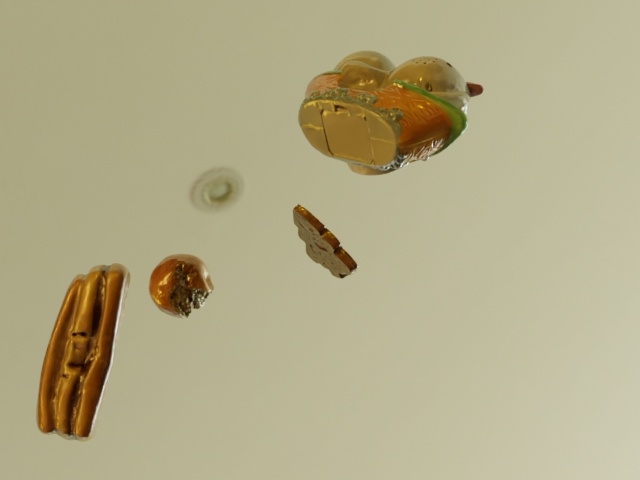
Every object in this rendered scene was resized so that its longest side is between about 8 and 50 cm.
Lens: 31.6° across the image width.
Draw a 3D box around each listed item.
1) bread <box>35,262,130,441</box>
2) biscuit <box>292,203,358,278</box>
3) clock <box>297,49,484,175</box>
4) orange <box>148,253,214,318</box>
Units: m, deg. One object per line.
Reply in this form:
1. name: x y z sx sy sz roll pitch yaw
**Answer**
1. bread: -0.258 0.120 1.243 0.077 0.116 0.200 12 -95 -1
2. biscuit: 0.000 0.000 1.098 0.016 0.082 0.092 -40 -65 -18
3. clock: 0.068 -0.142 1.196 0.144 0.231 0.103 -33 -55 -35
4. orange: -0.180 0.053 1.449 0.086 0.086 0.062 -18 -28 -14
